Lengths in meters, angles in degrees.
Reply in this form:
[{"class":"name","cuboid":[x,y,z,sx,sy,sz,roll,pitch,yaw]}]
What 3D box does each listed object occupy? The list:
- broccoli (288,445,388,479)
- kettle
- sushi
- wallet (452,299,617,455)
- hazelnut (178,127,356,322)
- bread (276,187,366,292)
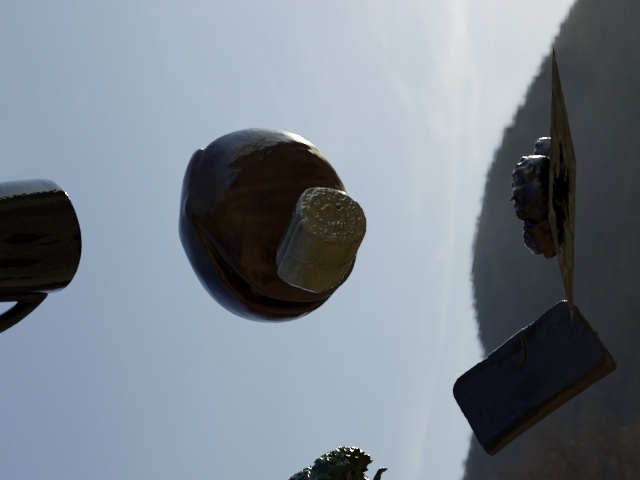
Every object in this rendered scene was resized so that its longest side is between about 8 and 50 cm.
[{"class":"broccoli","cuboid":[0.060,0.469,1.698,0.297,0.297,0.297,-1,-90,-69]},{"class":"kettle","cuboid":[-0.580,0.036,1.872,0.290,0.207,0.268,-10,-84,-50]},{"class":"sushi","cuboid":[0.310,-0.076,1.519,0.294,0.059,0.292,60,-147,-53]},{"class":"wallet","cuboid":[0.391,0.256,2.053,0.309,0.165,0.042,-41,-25,23]},{"class":"hazelnut","cuboid":[-0.126,-0.027,2.367,0.402,0.402,0.429,28,-136,-67]},{"class":"bread","cuboid":[0.000,0.000,1.958,0.148,0.134,0.141,-75,8,-48]}]
